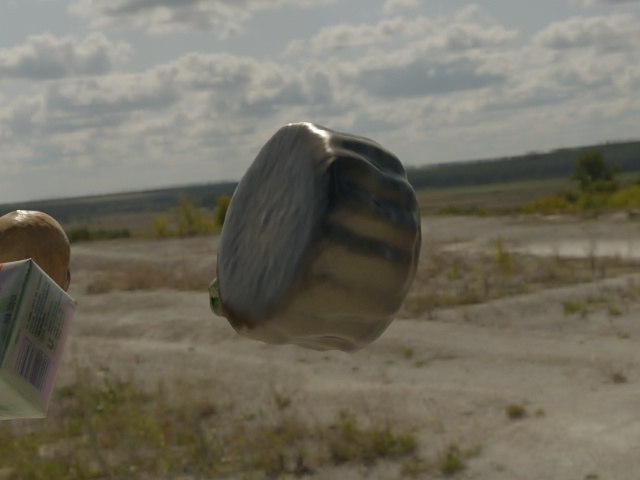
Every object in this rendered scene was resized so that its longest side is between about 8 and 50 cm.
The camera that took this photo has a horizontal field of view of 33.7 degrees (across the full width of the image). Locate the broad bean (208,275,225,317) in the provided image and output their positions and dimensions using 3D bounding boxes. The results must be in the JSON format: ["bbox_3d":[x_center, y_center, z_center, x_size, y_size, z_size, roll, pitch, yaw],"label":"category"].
[{"bbox_3d":[-0.206,0.098,2.287,0.048,0.070,0.214,-23,-23,-28],"label":"broad bean"}]

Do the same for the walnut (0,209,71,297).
[{"bbox_3d":[-0.615,0.082,2.159,0.203,0.298,0.203,13,13,-3],"label":"walnut"}]

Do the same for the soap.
[{"bbox_3d":[-0.476,0.145,1.514,0.182,0.199,0.138,-8,-38,19],"label":"soap"}]

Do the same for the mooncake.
[{"bbox_3d":[0.000,0.000,1.323,0.161,0.291,0.290,16,-8,-30],"label":"mooncake"}]
